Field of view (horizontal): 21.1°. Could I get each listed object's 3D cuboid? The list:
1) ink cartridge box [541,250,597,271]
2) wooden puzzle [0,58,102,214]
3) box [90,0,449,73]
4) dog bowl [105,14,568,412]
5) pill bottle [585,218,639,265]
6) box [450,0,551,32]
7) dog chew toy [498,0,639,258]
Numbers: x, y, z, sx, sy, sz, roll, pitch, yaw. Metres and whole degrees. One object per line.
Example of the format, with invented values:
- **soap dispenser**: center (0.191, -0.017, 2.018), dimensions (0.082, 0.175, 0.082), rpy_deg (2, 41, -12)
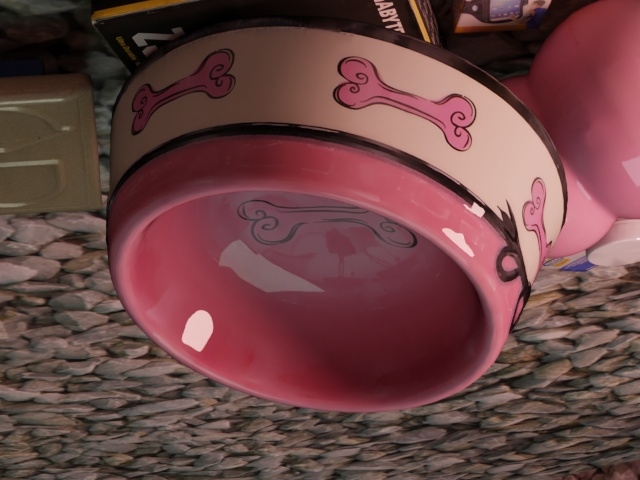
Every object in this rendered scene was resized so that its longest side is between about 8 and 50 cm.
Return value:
- **ink cartridge box**: center (0.249, -0.029, 2.006), dimensions (0.311, 0.065, 0.186), rpy_deg (10, 154, -31)
- **wooden puzzle**: center (-0.374, -0.099, 1.629), dimensions (0.322, 0.080, 0.348), rpy_deg (-3, 164, -7)
- **box**: center (-0.031, -0.178, 1.509), dimensions (0.257, 0.079, 0.322), rpy_deg (-8, 160, 10)
- **dog bowl**: center (0.000, 0.000, 1.471), dimensions (0.408, 0.150, 0.408), rpy_deg (9, 144, 7)
- **pill bottle**: center (0.289, -0.073, 1.725), dimensions (0.103, 0.184, 0.103), rpy_deg (-6, 159, -2)
- **box**: center (0.165, -0.225, 1.507), dimensions (0.081, 0.028, 0.136), rpy_deg (-4, 161, -6)
- **dog chew toy**: center (0.219, -0.080, 1.592), dimensions (0.332, 0.206, 0.206), rpy_deg (-32, 151, 19)
